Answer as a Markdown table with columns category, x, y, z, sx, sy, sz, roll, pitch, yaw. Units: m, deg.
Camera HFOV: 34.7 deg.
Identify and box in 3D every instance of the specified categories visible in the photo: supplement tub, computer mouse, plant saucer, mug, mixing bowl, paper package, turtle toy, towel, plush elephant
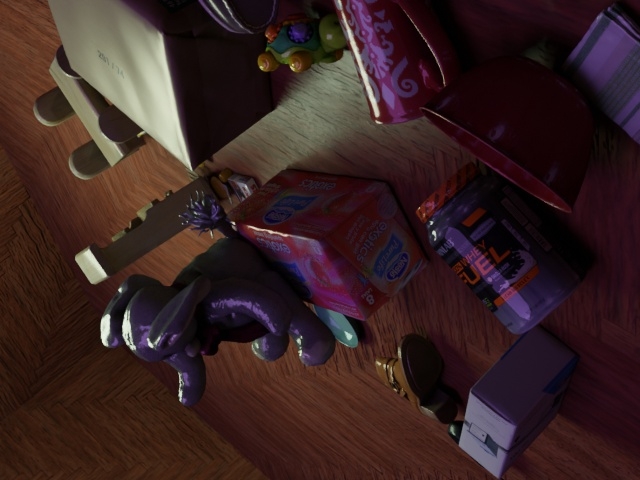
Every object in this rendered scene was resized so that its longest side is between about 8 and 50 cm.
| category | x | y | z | sx | sy | sz | roll | pitch | yaw |
| --- | --- | --- | --- | --- | --- | --- | --- | --- | --- |
| supplement tub | 0.207 | 0.007 | 1.199 | 0.190 | 0.117 | 0.117 | 47 | 158 | 7 |
| computer mouse | 0.310 | 0.389 | 1.739 | 0.242 | 0.041 | 0.071 | 45 | 167 | -5 |
| plant saucer | 0.034 | 0.145 | 1.890 | 0.119 | 0.021 | 0.119 | 40 | 156 | 23 |
| mug | 0.091 | -0.225 | 1.085 | 0.150 | 0.113 | 0.169 | -2 | 122 | 41 |
| mixing bowl | 0.198 | -0.117 | 1.002 | 0.181 | 0.098 | 0.181 | 34 | -175 | -3 |
| paper package | -0.245 | -0.314 | 1.492 | 0.325 | 0.168 | 0.309 | 40 | 157 | 25 |
| turtle toy | -0.014 | -0.248 | 1.269 | 0.130 | 0.095 | 0.066 | 7 | 112 | 35 |
| towel | 0.297 | -0.136 | 0.932 | 0.152 | 0.023 | 0.113 | 44 | 160 | 9 |
| plush elephant | -0.182 | 0.124 | 1.567 | 0.330 | 0.255 | 0.272 | 57 | 159 | -17 |

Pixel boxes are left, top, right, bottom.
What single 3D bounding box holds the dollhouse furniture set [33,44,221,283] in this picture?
| category | x | y | z | sx | sy | sz | roll | pitch | yaw |
| --- | --- | --- | --- | --- | --- | --- | --- | --- | --- |
| dollhouse furniture set | -0.415 | -0.153 | 1.922 | 0.394 | 0.256 | 0.362 | 58 | 157 | -6 |

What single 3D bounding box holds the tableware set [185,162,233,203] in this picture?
| category | x | y | z | sx | sy | sz | roll | pitch | yaw |
| --- | --- | --- | --- | --- | --- | --- | --- | --- | --- |
| tableware set | -0.211 | -0.135 | 1.915 | 0.154 | 0.024 | 0.104 | 30 | 147 | 44 |

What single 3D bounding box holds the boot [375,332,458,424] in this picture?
| category | x | y | z | sx | sy | sz | roll | pitch | yaw |
| --- | --- | --- | --- | --- | --- | --- | --- | --- | --- |
| boot | 0.143 | 0.220 | 1.738 | 0.152 | 0.073 | 0.197 | 25 | 145 | 55 |

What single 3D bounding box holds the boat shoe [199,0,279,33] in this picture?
| category | x | y | z | sx | sy | sz | roll | pitch | yaw |
| --- | --- | --- | --- | --- | --- | --- | --- | --- | --- |
| boat shoe | -0.106 | -0.379 | 1.193 | 0.097 | 0.117 | 0.324 | 33 | 147 | 44 |

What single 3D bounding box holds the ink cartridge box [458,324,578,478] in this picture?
| category | x | y | z | sx | sy | sz | roll | pitch | yaw |
| --- | --- | --- | --- | --- | --- | --- | --- | --- | --- |
| ink cartridge box | 0.267 | 0.222 | 1.402 | 0.082 | 0.140 | 0.190 | 37 | 156 | 25 |

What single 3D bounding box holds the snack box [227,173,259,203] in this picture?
| category | x | y | z | sx | sy | sz | roll | pitch | yaw |
| --- | --- | --- | --- | --- | --- | --- | --- | --- | --- |
| snack box | -0.107 | -0.041 | 1.860 | 0.064 | 0.022 | 0.178 | 16 | 140 | 53 |

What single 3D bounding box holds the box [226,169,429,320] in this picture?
| category | x | y | z | sx | sy | sz | roll | pitch | yaw |
| --- | --- | --- | --- | --- | --- | --- | --- | --- | --- |
| box | 0.000 | 0.000 | 1.556 | 0.300 | 0.142 | 0.154 | 14 | 139 | 56 |
